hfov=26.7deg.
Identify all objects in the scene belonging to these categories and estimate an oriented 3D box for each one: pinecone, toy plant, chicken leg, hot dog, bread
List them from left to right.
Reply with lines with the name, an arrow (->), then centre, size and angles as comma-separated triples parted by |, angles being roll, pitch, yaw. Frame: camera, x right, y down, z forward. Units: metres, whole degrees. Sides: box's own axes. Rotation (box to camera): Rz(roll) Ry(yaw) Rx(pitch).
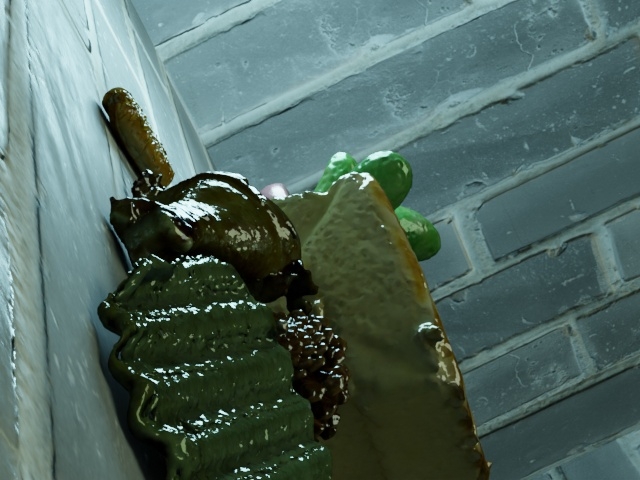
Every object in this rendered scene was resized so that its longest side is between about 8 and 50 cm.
hot dog -> -0.234, -0.132, 1.726 | 0.165, 0.045, 0.071 | 66, 2, -50
chicken leg -> -0.135, -0.018, 1.483 | 0.211, 0.140, 0.361 | 29, 1, 29
pinecone -> -0.040, 0.157, 1.468 | 0.173, 0.173, 0.173 | -25, 90, -89
toy plant -> -0.003, 0.006, 2.085 | 0.210, 0.356, 0.317 | 56, -2, 29
bread -> 0.033, 0.165, 1.768 | 0.371, 0.279, 0.390 | 67, -1, -49

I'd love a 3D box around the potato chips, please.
potato chips -> -0.053, 0.171, 1.160 | 0.358, 0.070, 0.429 | 61, 9, 7
